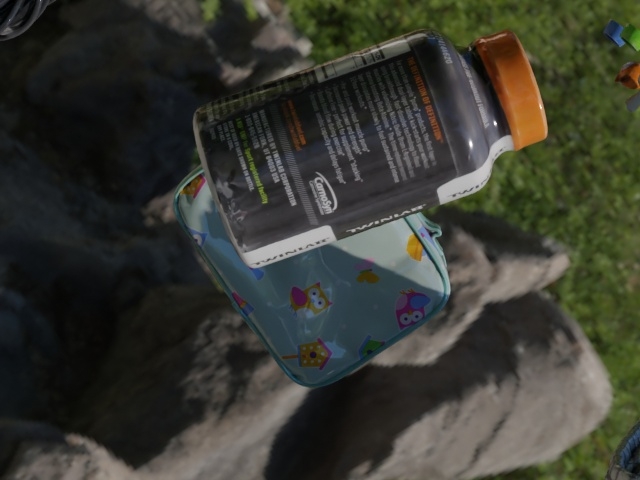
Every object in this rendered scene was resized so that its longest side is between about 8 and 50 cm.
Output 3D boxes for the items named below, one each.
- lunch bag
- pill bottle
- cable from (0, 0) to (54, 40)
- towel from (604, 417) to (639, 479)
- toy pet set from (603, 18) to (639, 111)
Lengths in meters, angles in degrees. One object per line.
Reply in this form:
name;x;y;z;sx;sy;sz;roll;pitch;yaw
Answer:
lunch bag;0.000;0.000;1.437;0.279;0.224;0.108;55;4;-8
pill bottle;0.040;-0.077;1.010;0.130;0.245;0.130;-19;90;-87
cable;-0.309;-0.255;1.243;0.150;0.184;0.047;36;7;-34
towel;0.338;0.304;1.321;0.283;0.121;0.235;-15;115;-65
toy pet set;0.177;-0.045;0.681;0.114;0.065;0.122;41;8;-11
